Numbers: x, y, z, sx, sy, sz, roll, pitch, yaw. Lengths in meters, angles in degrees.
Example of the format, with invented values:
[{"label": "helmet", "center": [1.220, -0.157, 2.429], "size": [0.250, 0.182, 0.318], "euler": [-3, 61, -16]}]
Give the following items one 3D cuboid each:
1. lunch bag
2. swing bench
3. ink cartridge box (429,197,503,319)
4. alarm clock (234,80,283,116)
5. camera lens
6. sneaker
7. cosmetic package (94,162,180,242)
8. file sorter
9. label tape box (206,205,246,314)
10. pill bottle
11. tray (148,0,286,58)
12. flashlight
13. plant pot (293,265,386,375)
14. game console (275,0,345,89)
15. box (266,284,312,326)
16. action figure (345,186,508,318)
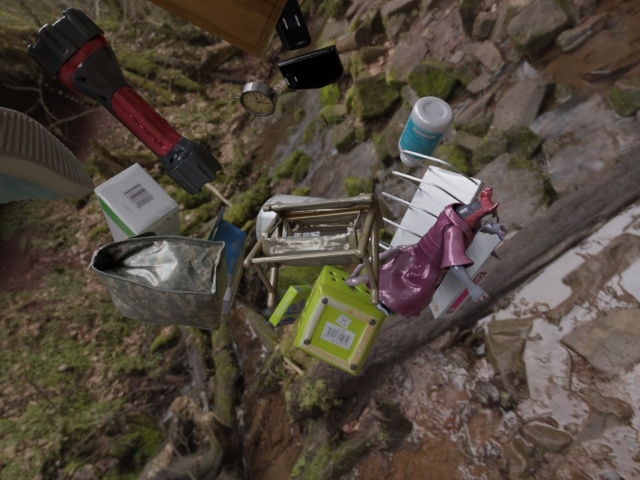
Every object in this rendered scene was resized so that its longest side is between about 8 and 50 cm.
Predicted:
[{"label": "lunch bag", "center": [-0.377, 0.099, 1.062], "size": [0.235, 0.286, 0.169], "euler": [105, 170, -57]}, {"label": "swing bench", "center": [0.000, 0.000, 0.978], "size": [0.252, 0.165, 0.255], "euler": [-5, 44, 16]}, {"label": "ink cartridge box", "center": [0.406, 0.056, 1.283], "size": [0.371, 0.069, 0.176], "euler": [110, 153, -45]}, {"label": "alarm clock", "center": [-0.201, -0.502, 1.542], "size": [0.191, 0.129, 0.064], "euler": [-4, 62, 41]}, {"label": "camera lens", "center": [-0.057, -0.035, 1.444], "size": [0.274, 0.219, 0.220], "euler": [9, 68, 36]}, {"label": "sneaker", "center": [-0.484, -0.106, 0.638], "size": [0.150, 0.135, 0.366], "euler": [-34, -6, 1]}, {"label": "cosmetic package", "center": [-0.559, -0.049, 1.399], "size": [0.155, 0.197, 0.366], "euler": [-43, -8, -29]}, {"label": "file sorter", "center": [0.268, -0.085, 1.210], "size": [0.192, 0.173, 0.278], "euler": [33, 99, 50]}, {"label": "label tape box", "center": [-0.356, 0.078, 1.663], "size": [0.241, 0.105, 0.334], "euler": [-82, 5, -50]}, {"label": "pill bottle", "center": [0.380, -0.391, 1.644], "size": [0.264, 0.146, 0.146], "euler": [107, 176, -60]}, {"label": "tray", "center": [-0.241, -0.485, 0.697], "size": [0.203, 0.410, 0.076], "euler": [-55, 31, 29]}, {"label": "flashlight", "center": [-0.285, -0.201, 0.689], "size": [0.103, 0.304, 0.103], "euler": [-30, 28, 29]}, {"label": "plant pot", "center": [0.057, 0.227, 1.233], "size": [0.207, 0.228, 0.227], "euler": [-49, -17, -79]}, {"label": "game console", "center": [-0.063, -0.666, 1.482], "size": [0.212, 0.361, 0.044], "euler": [-9, 53, 18]}, {"label": "box", "center": [-0.107, 0.239, 1.572], "size": [0.042, 0.109, 0.178], "euler": [42, 109, 28]}, {"label": "action figure", "center": [0.275, 0.011, 1.036], "size": [0.370, 0.275, 0.248], "euler": [-61, -7, 34]}]
